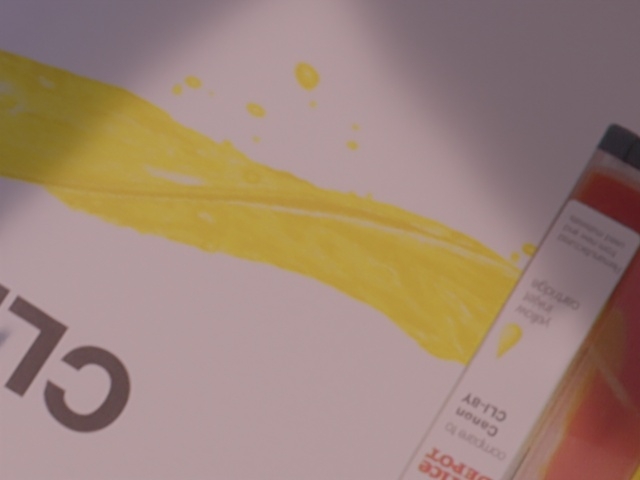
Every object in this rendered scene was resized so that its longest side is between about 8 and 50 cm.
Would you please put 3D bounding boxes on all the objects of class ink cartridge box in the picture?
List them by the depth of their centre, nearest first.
[{"bbox_3d":[0.000,0.000,0.526,0.279,0.160,0.384,33,79,-1],"label":"ink cartridge box"}]
